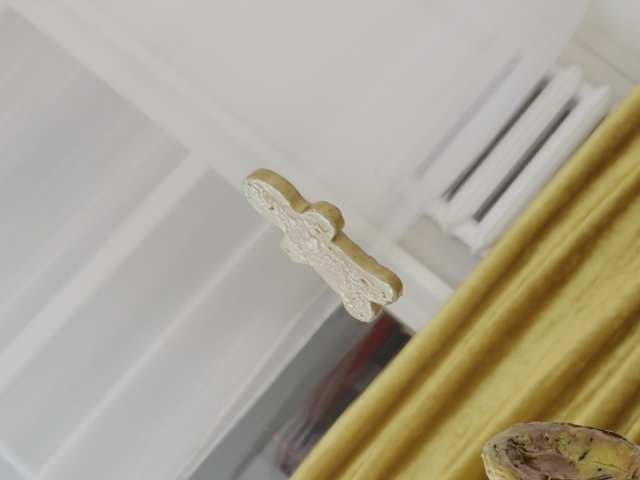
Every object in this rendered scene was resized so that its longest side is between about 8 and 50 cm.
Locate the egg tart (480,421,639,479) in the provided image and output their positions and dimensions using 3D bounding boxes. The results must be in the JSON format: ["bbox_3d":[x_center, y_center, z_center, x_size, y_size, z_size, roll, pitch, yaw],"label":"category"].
[{"bbox_3d":[0.388,0.380,1.485,0.290,0.290,0.115,25,116,53],"label":"egg tart"}]

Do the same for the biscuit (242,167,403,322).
[{"bbox_3d":[0.000,0.000,1.146,0.234,0.030,0.153,43,151,0],"label":"biscuit"}]
